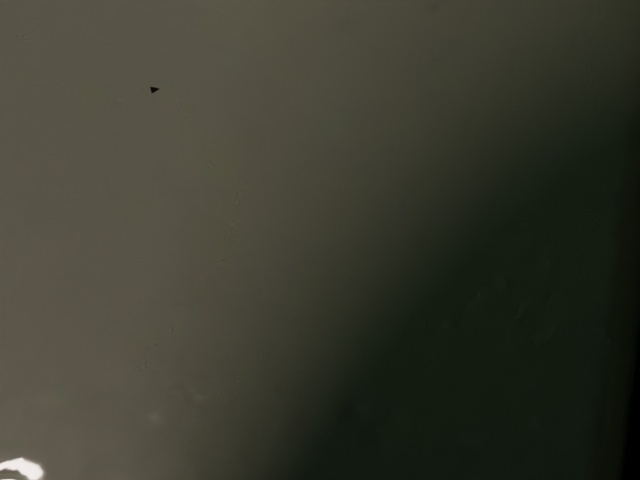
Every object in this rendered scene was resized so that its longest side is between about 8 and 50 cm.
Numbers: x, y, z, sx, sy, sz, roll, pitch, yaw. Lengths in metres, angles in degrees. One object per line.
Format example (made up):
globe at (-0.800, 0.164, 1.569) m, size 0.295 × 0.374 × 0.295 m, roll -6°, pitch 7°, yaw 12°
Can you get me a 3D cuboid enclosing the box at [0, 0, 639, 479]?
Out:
box at (0.000, 0.000, 0.602) m, size 0.344 × 0.177 × 0.352 m, roll -83°, pitch -6°, yaw -63°
